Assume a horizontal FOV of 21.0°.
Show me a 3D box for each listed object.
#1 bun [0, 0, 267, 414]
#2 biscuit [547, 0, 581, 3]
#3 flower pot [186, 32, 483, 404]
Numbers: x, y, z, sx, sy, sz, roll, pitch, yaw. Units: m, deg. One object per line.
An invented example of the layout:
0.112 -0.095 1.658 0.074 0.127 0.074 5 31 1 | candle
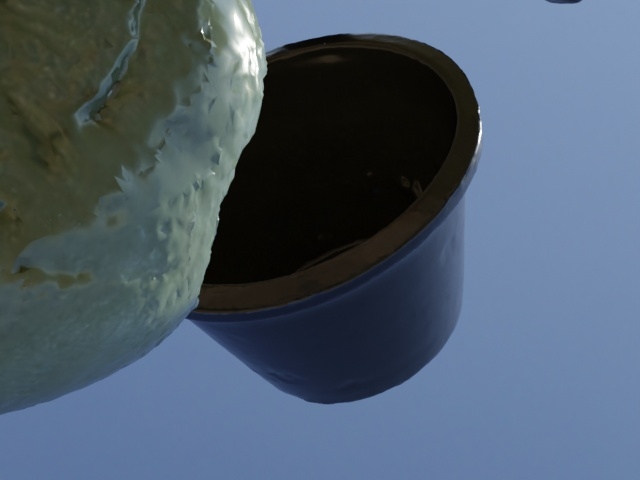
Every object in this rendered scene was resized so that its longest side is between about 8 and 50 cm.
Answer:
-0.117 -0.055 0.516 0.221 0.108 0.221 8 -121 -14 | bun
0.304 -0.370 1.460 0.395 0.343 0.166 -17 -107 22 | biscuit
0.000 0.000 1.174 0.269 0.166 0.269 -13 -138 12 | flower pot
